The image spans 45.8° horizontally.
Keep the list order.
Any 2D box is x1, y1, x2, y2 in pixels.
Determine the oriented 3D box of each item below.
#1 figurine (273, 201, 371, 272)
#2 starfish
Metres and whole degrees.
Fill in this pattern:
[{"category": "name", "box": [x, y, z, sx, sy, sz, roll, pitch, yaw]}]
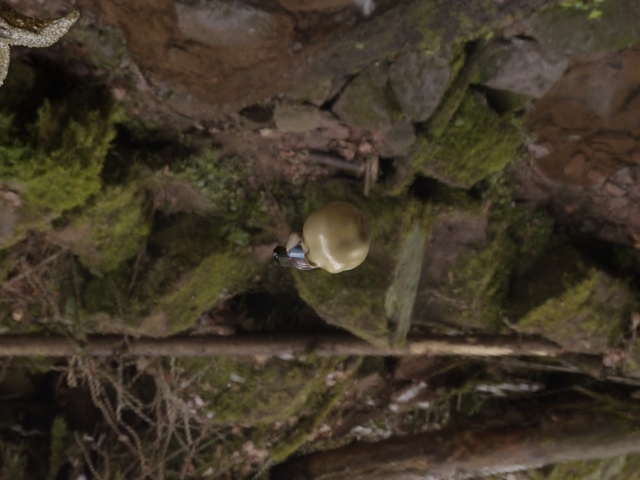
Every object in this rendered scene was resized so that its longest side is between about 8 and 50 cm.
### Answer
[{"category": "figurine", "box": [0.000, 0.000, 1.201, 0.114, 0.108, 0.196, -8, 178, -31]}, {"category": "starfish", "box": [-0.640, -0.399, 1.346, 0.301, 0.084, 0.293, -20, 153, 33]}]
